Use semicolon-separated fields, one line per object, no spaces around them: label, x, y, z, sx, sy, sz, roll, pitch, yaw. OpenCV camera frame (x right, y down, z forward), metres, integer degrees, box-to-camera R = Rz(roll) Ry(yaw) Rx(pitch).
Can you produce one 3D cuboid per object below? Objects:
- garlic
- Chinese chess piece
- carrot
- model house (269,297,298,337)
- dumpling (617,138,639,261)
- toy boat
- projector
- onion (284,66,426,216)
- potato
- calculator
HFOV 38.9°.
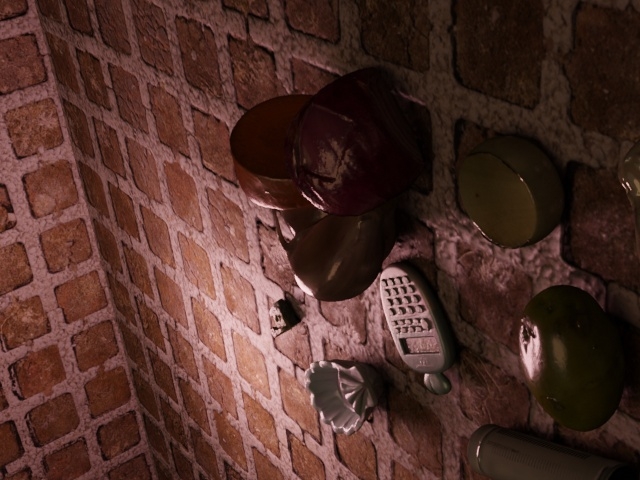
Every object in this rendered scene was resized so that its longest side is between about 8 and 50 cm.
garlic;0.000;0.000;1.863;0.340;0.231;0.245;13;145;39
Chinese chess piece;0.312;-0.080;1.489;0.188;0.083;0.188;40;146;35
carrot;-0.044;-0.179;1.828;0.307;0.258;0.100;22;152;35
model house;-0.108;0.205;2.407;0.083;0.066;0.079;62;149;8
dumpling;0.546;-0.011;1.091;0.315;0.233;0.395;-45;54;27
toy boat;0.068;0.366;2.210;0.199;0.100;0.290;62;152;3
projector;0.420;0.423;1.673;0.337;0.108;0.108;4;116;57
onion;0.050;-0.177;1.654;0.250;0.248;0.111;61;-178;6
potato;0.404;0.193;1.477;0.186;0.149;0.253;3;114;56
calculator;0.207;0.184;1.904;0.184;0.042;0.295;-15;97;61
